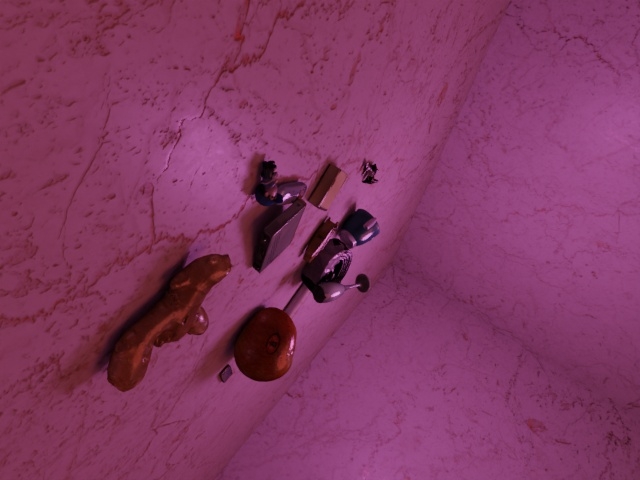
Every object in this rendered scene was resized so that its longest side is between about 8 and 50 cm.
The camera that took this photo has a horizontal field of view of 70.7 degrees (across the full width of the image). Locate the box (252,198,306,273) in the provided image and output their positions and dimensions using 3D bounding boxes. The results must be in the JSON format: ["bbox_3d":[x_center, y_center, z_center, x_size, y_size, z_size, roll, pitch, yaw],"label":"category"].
[{"bbox_3d":[-0.149,-0.010,1.561,0.211,0.045,0.270,-45,170,-32],"label":"box"}]

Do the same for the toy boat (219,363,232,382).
[{"bbox_3d":[-0.423,0.598,2.022,0.063,0.016,0.115,-48,162,-29],"label":"toy boat"}]

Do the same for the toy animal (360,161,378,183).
[{"bbox_3d":[0.232,-0.325,2.108,0.105,0.070,0.202,-69,161,-3],"label":"toy animal"}]

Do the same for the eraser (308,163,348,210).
[{"bbox_3d":[0.030,-0.203,1.746,0.172,0.058,0.117,-59,163,7],"label":"eraser"}]

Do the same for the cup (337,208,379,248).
[{"bbox_3d":[0.186,-0.047,2.297,0.173,0.167,0.300,-40,-176,-22],"label":"cup"}]

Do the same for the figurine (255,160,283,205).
[{"bbox_3d":[-0.156,-0.159,1.304,0.080,0.077,0.136,-15,132,-8],"label":"figurine"}]

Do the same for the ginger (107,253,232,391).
[{"bbox_3d":[-0.405,0.199,1.215,0.363,0.122,0.348,-23,142,-52],"label":"ginger"}]

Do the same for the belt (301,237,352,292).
[{"bbox_3d":[0.025,0.123,2.175,0.184,0.164,0.289,12,114,-45],"label":"belt"}]

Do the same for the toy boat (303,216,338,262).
[{"bbox_3d":[0.000,0.000,2.019,0.225,0.068,0.088,-56,169,-5],"label":"toy boat"}]

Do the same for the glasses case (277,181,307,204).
[{"bbox_3d":[-0.100,-0.156,1.492,0.178,0.045,0.067,-24,145,-62],"label":"glasses case"}]

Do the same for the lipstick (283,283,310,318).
[{"bbox_3d":[-0.127,0.323,2.270,0.263,0.059,0.059,-54,163,-7],"label":"lipstick"}]

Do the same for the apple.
[{"bbox_3d":[-0.217,0.452,1.930,0.309,0.250,0.277,-59,163,-1],"label":"apple"}]

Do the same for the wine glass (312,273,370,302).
[{"bbox_3d":[0.080,0.302,2.164,0.310,0.096,0.264,-8,122,-43],"label":"wine glass"}]
